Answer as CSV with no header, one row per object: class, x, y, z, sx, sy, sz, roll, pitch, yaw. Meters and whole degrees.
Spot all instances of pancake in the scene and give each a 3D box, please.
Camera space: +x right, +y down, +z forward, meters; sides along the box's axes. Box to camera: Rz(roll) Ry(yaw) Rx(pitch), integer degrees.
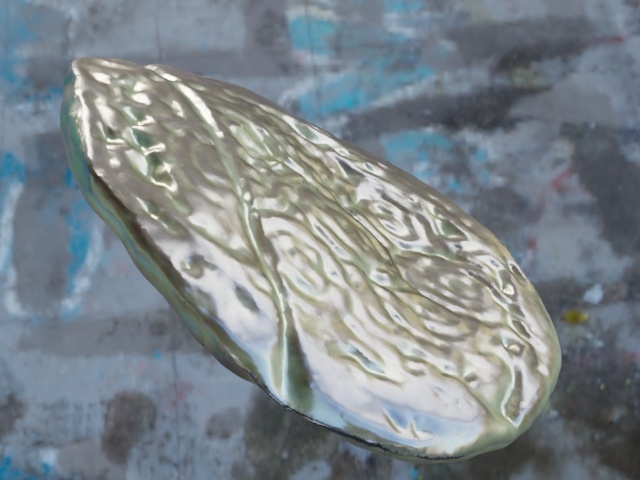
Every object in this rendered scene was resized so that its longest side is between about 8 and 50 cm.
pancake,0.000,-0.001,0.599,0.250,0.031,0.250,28,23,-13
